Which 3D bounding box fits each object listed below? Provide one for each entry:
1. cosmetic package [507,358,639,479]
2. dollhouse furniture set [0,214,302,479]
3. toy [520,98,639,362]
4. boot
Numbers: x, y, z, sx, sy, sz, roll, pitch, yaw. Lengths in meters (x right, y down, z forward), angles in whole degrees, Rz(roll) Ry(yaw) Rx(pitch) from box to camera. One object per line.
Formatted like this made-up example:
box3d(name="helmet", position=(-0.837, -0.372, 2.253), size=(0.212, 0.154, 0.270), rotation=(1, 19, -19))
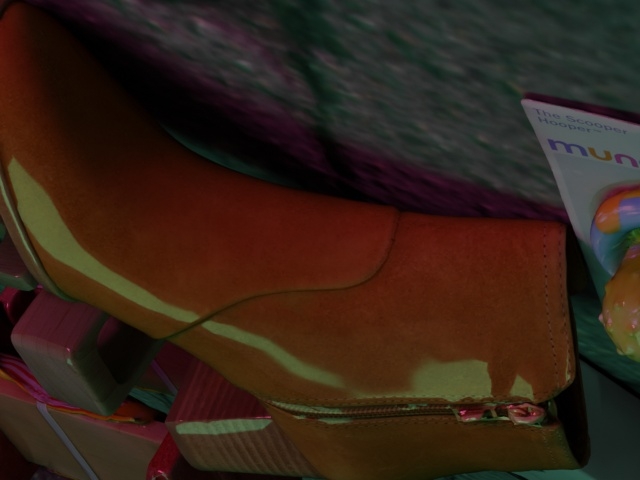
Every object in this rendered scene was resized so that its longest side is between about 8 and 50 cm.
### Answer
box3d(name="cosmetic package", position=(0.107, 0.092, 0.858), size=(0.239, 0.060, 0.099), rotation=(33, 161, -35))
box3d(name="dollhouse furniture set", position=(-0.146, 0.007, 0.830), size=(0.201, 0.152, 0.374), rotation=(12, 145, 33))
box3d(name="toy", position=(0.158, 0.033, 0.593), size=(0.137, 0.056, 0.237), rotation=(13, 163, 25))
box3d(name="boot", position=(0.000, 0.001, 0.655), size=(0.211, 0.104, 0.295), rotation=(-8, 133, 22))
